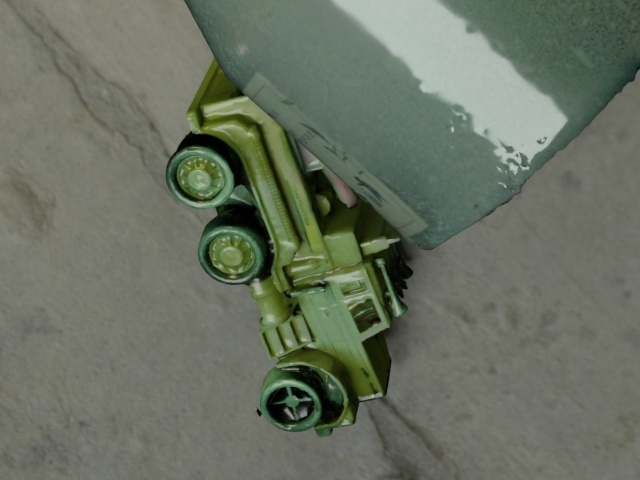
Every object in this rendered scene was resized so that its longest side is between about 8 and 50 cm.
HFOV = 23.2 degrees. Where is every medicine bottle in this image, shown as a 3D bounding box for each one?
[{"bbox_3d":[0.032,-0.175,0.849,0.290,0.245,0.245,43,129,-6],"label":"medicine bottle"}]

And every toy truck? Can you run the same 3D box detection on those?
[{"bbox_3d":[-0.002,0.003,1.063,0.135,0.128,0.260,-8,118,14],"label":"toy truck"}]
